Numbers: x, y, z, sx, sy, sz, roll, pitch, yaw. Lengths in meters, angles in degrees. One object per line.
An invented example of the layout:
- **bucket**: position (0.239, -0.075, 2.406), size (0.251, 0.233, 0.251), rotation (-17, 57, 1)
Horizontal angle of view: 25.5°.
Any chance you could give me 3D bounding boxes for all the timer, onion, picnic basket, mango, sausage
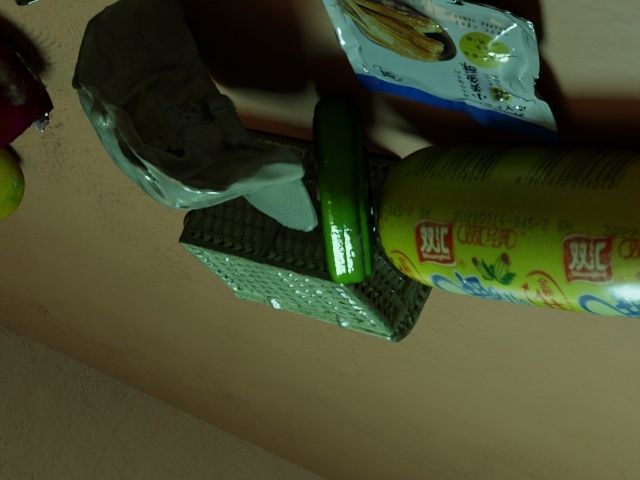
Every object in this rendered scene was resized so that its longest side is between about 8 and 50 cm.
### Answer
- **timer**: position (0.020, -0.042, 1.163), size (0.047, 0.140, 0.128), rotation (-6, 134, 2)
- **onion**: position (-0.372, -0.131, 1.389), size (0.135, 0.198, 0.173), rotation (59, 161, -6)
- **picnic basket**: position (0.000, 0.000, 1.335), size (0.196, 0.134, 0.154), rotation (13, 161, 35)
- **mango**: position (-0.428, -0.087, 1.763), size (0.111, 0.089, 0.163), rotation (23, 155, 11)
- **sausage**: position (0.172, -0.011, 1.066), size (0.347, 0.123, 0.123), rotation (8, 156, 47)

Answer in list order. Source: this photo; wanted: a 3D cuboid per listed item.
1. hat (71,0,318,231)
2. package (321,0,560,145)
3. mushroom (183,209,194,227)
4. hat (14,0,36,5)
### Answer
- **hat**: position (-0.107, -0.071, 1.131), size (0.214, 0.149, 0.245), rotation (52, 161, 25)
- **package**: position (0.084, -0.131, 0.996), size (0.171, 0.027, 0.173), rotation (18, 159, 24)
- **mushroom**: position (-0.102, 0.001, 1.628), size (0.123, 0.052, 0.123), rotation (23, 159, 9)
- **hat**: position (-0.297, -0.237, 1.044), size (0.257, 0.130, 0.257), rotation (23, 164, 7)
